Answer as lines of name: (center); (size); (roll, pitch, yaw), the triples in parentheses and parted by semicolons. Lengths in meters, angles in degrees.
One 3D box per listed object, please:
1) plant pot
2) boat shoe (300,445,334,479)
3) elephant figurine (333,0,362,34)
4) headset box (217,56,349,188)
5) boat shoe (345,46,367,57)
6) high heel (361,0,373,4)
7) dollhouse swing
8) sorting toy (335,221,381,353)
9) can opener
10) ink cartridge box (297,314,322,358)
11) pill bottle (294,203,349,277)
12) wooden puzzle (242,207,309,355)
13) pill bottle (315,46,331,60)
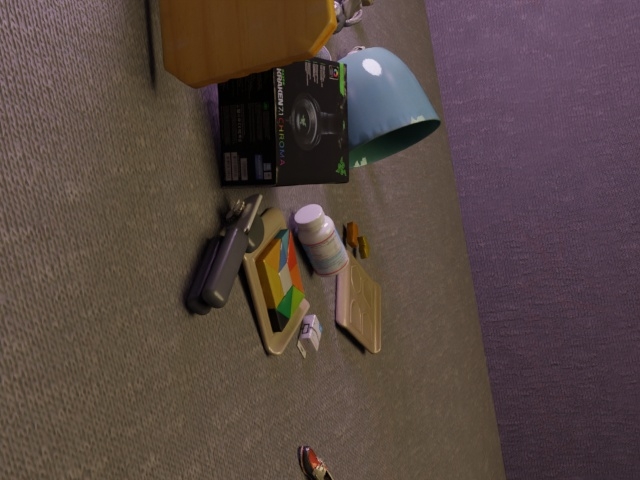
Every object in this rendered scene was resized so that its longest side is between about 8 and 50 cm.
plant pot: (0.128, -0.348, 1.913); (0.235, 0.292, 0.293); (67, 20, 6)
boat shoe: (-0.004, 0.473, 1.531); (0.049, 0.043, 0.137); (-64, 138, -54)
elephant figurine: (0.027, -0.617, 1.967); (0.169, 0.185, 0.240); (-163, -110, -65)
headset box: (-0.060, -0.227, 1.445); (0.283, 0.131, 0.247); (-8, 98, -58)
boat shoe: (0.115, -0.540, 2.232); (0.219, 0.077, 0.070); (12, 71, -76)
high heel: (0.099, -0.823, 2.264); (0.261, 0.093, 0.186); (-1, 88, -60)
dollhouse swing: (-0.090, -0.429, 1.260); (0.315, 0.346, 0.305); (-27, 106, -68)
sorting toy: (0.097, 0.121, 1.957); (0.229, 0.041, 0.308); (44, 41, -51)
can opener: (-0.148, 0.020, 1.287); (0.093, 0.074, 0.280); (48, 36, -23)
ink cartridge box: (-0.023, 0.208, 1.613); (0.083, 0.028, 0.048); (-76, 149, -45)
pill bottle: (0.000, 0.000, 1.678); (0.087, 0.087, 0.160); (-75, 148, -47)
wooden puzzle: (-0.085, 0.076, 1.488); (0.221, 0.044, 0.239); (-55, 132, -61)
pill bottle: (-0.036, -0.424, 1.737); (0.180, 0.107, 0.108); (37, 48, -61)
